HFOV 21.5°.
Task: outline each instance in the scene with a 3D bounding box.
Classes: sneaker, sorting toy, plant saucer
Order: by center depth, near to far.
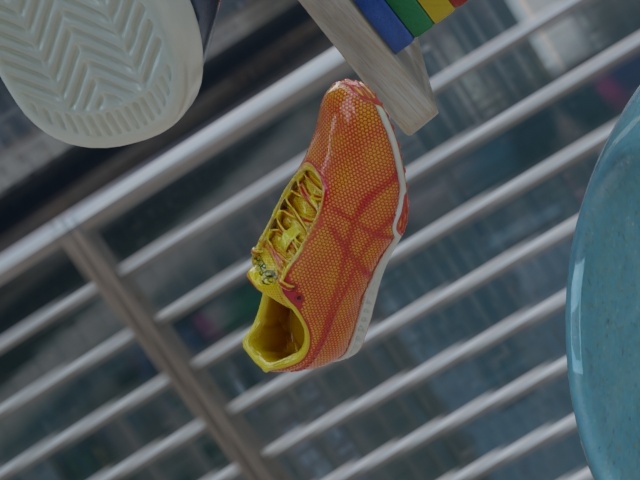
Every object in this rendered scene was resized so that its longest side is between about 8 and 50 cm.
[{"bbox_3d":[0.105,0.026,0.465,0.037,0.195,0.195,0,-1,-15],"label":"plant saucer"},{"bbox_3d":[-0.139,-0.223,0.799,0.131,0.350,0.148,-8,27,16],"label":"sneaker"},{"bbox_3d":[0.000,0.000,0.857,0.067,0.175,0.064,-12,38,-33],"label":"sneaker"},{"bbox_3d":[0.007,-0.221,1.081,0.089,0.257,0.255,-37,15,11],"label":"sorting toy"}]
